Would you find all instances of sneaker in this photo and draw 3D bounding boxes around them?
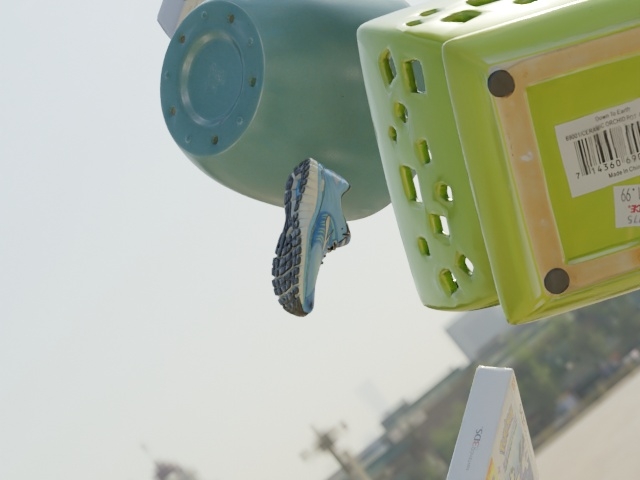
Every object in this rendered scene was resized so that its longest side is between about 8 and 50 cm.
[{"bbox_3d":[0.000,0.000,1.685,0.063,0.073,0.162,-21,55,61],"label":"sneaker"}]

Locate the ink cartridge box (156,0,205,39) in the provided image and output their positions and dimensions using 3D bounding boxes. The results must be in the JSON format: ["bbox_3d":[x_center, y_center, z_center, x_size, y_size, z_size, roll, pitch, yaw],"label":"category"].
[{"bbox_3d":[-0.115,-0.341,2.370,0.190,0.082,0.140,8,-62,-29],"label":"ink cartridge box"}]

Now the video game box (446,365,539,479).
[{"bbox_3d":[0.180,0.269,1.772,0.205,0.048,0.187,-70,-30,-41],"label":"video game box"}]

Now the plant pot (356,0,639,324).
[{"bbox_3d":[0.174,-0.071,1.171,0.228,0.227,0.207,-16,10,-10],"label":"plant pot"}]

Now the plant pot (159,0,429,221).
[{"bbox_3d":[-0.046,-0.175,1.980,0.235,0.293,0.293,5,-40,-44],"label":"plant pot"}]
